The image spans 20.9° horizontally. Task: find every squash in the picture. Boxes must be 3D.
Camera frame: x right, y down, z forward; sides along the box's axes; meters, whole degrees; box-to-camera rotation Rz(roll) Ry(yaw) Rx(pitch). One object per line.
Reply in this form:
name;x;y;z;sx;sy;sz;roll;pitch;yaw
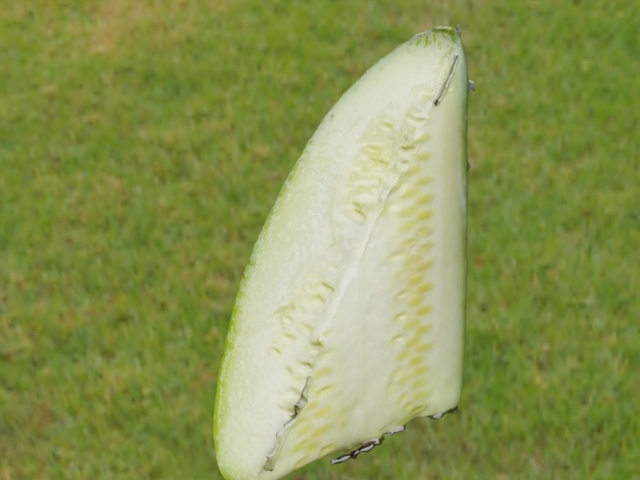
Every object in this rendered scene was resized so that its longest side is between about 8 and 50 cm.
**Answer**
squash;0.000;0.000;1.022;0.169;0.252;0.093;-19;29;-35
